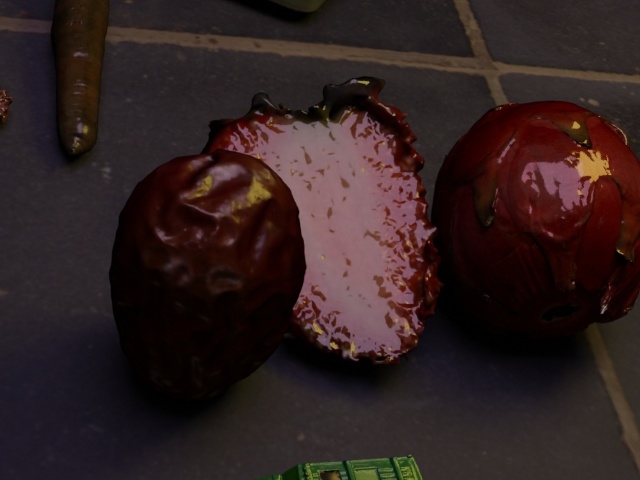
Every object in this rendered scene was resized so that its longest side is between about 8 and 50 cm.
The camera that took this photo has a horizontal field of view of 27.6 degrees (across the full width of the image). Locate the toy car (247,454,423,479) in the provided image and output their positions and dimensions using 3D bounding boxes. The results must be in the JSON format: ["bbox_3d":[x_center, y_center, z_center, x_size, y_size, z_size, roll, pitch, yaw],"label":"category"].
[{"bbox_3d":[0.012,0.224,1.103,0.165,0.062,0.071,-1,45,-18],"label":"toy car"}]

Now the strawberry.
[{"bbox_3d":[0.000,0.000,1.319,0.233,0.137,0.306,-11,71,-2],"label":"strawberry"}]

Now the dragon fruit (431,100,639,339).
[{"bbox_3d":[0.223,-0.023,1.322,0.241,0.241,0.252,21,54,6],"label":"dragon fruit"}]

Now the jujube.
[{"bbox_3d":[-0.099,0.032,1.136,0.174,0.250,0.174,6,44,-5],"label":"jujube"}]

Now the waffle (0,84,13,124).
[{"bbox_3d":[-0.375,-0.144,1.403,0.075,0.029,0.083,17,44,5],"label":"waffle"}]

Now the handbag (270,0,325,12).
[{"bbox_3d":[-0.079,-0.398,1.746,0.256,0.079,0.219,23,31,7],"label":"handbag"}]

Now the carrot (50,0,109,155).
[{"bbox_3d":[-0.276,-0.210,1.484,0.070,0.070,0.342,5,48,-13],"label":"carrot"}]
